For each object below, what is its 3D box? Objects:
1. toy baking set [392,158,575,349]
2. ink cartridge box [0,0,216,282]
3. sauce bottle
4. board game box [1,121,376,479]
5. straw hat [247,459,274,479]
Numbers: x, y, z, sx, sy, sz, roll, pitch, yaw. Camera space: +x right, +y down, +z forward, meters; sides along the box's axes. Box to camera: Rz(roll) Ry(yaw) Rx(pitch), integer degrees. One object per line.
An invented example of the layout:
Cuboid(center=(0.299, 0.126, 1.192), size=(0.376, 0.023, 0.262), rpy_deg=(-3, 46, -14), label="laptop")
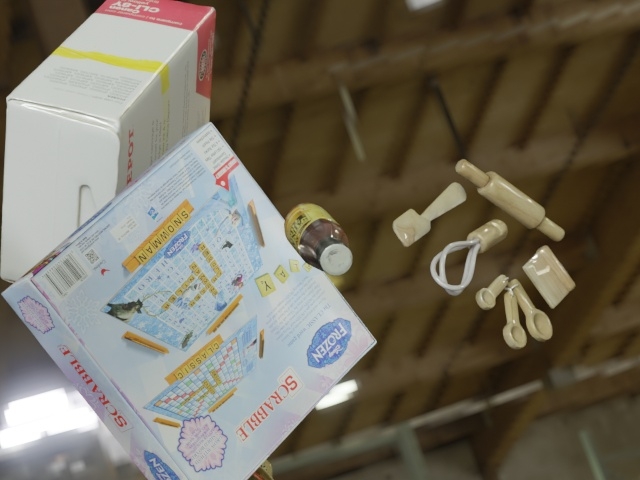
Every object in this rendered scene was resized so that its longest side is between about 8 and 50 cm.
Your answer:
Cuboid(center=(0.188, 0.007, 2.163), size=(0.256, 0.196, 0.030), rpy_deg=(37, -46, -24), label="toy baking set")
Cuboid(center=(-0.280, -0.131, 2.658), size=(0.160, 0.384, 0.279), rpy_deg=(13, -60, 11), label="ink cartridge box")
Cuboid(center=(0.000, 0.000, 1.585), size=(0.042, 0.042, 0.128), rpy_deg=(-16, 13, -8), label="sauce bottle")
Cuboid(center=(-0.133, 0.085, 2.149), size=(0.066, 0.318, 0.319), rpy_deg=(-26, 13, 50), label="board game box")
Cuboid(center=(-0.087, 0.277, 2.296), size=(0.144, 0.144, 0.061), rpy_deg=(-41, 11, 43), label="straw hat")
